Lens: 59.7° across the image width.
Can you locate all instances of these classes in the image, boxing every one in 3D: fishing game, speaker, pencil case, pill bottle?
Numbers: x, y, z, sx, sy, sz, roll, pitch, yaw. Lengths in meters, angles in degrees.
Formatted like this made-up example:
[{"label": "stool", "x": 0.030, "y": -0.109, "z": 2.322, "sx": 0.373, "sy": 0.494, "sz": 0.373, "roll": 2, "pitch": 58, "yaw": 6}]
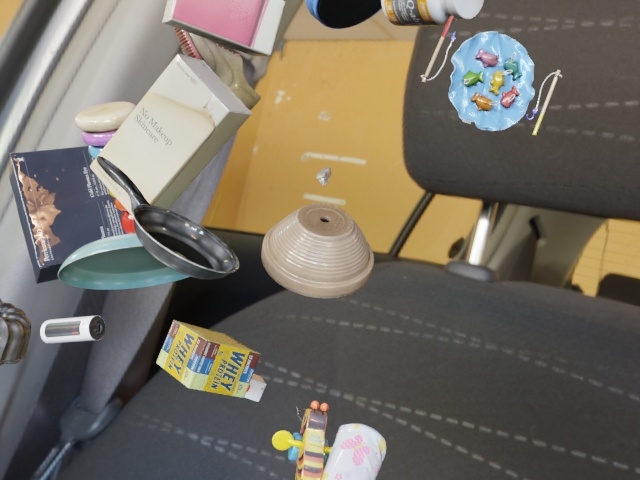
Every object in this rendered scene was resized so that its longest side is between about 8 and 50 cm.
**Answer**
[{"label": "fishing game", "x": 0.328, "y": -0.302, "z": 1.056, "sx": 0.263, "sy": 0.189, "sz": 0.041, "roll": 25, "pitch": 0, "yaw": -13}, {"label": "speaker", "x": -0.547, "y": 0.198, "z": 1.236, "sx": 0.136, "sy": 0.055, "sz": 0.055, "roll": -6, "pitch": -7, "yaw": 18}, {"label": "pencil case", "x": 0.058, "y": 0.531, "z": 1.196, "sx": 0.124, "sy": 0.114, "sz": 0.273, "roll": 22, "pitch": 43, "yaw": 6}, {"label": "pill bottle", "x": 0.320, "y": -0.702, "z": 1.604, "sx": 0.162, "sy": 0.162, "sz": 0.278, "roll": 14, "pitch": 7, "yaw": -40}]

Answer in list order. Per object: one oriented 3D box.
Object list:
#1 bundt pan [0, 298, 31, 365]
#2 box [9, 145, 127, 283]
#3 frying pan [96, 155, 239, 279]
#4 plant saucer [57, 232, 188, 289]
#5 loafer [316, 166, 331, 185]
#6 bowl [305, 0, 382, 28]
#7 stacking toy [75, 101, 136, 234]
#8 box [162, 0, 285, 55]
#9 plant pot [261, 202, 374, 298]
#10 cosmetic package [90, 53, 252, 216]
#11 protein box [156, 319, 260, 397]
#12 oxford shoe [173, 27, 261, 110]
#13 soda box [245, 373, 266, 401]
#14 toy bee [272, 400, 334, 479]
[{"label": "bundt pan", "x": -1.069, "y": 0.259, "z": 1.756, "sx": 0.330, "sy": 0.124, "sz": 0.331, "roll": 26, "pitch": 1, "yaw": 0}, {"label": "box", "x": -0.704, "y": -0.087, "z": 1.638, "sx": 0.312, "sy": 0.344, "sz": 0.179, "roll": -12, "pitch": -11, "yaw": -33}, {"label": "frying pan", "x": -0.282, "y": -0.030, "z": 0.933, "sx": 0.326, "sy": 0.053, "sz": 0.197, "roll": 32, "pitch": 11, "yaw": -3}, {"label": "plant saucer", "x": -0.394, "y": 0.044, "z": 1.205, "sx": 0.317, "sy": 0.044, "sz": 0.318, "roll": -10, "pitch": -17, "yaw": -3}, {"label": "loafer", "x": 0.014, "y": -0.219, "z": 1.912, "sx": 0.045, "sy": 0.039, "sz": 0.125, "roll": -19, "pitch": 16, "yaw": 19}, {"label": "bowl", "x": 0.130, "y": -0.933, "z": 2.033, "sx": 0.390, "sy": 0.077, "sz": 0.391, "roll": -25, "pitch": -17, "yaw": -8}, {"label": "stacking toy", "x": -0.468, "y": -0.152, "z": 1.334, "sx": 0.141, "sy": 0.331, "sz": 0.141, "roll": -5, "pitch": 29, "yaw": 3}, {"label": "box", "x": -0.220, "y": -0.515, "z": 1.257, "sx": 0.232, "sy": 0.127, "sz": 0.148, "roll": 12, "pitch": 12, "yaw": -27}, {"label": "plant pot", "x": 0.000, "y": 0.000, "z": 1.149, "sx": 0.237, "sy": 0.110, "sz": 0.237, "roll": 7, "pitch": 38, "yaw": -5}, {"label": "cosmetic package", "x": -0.308, "y": -0.206, "z": 1.145, "sx": 0.160, "sy": 0.309, "sz": 0.113, "roll": 46, "pitch": 20, "yaw": 5}, {"label": "protein box", "x": -0.323, "y": 0.341, "z": 1.607, "sx": 0.199, "sy": 0.136, "sz": 0.201, "roll": 25, "pitch": -7, "yaw": -41}, {"label": "oxford shoe", "x": -0.306, "y": -0.529, "z": 1.642, "sx": 0.348, "sy": 0.130, "sz": 0.123, "roll": 57, "pitch": -10, "yaw": -29}, {"label": "soda box", "x": -0.294, "y": 0.465, "z": 1.858, "sx": 0.216, "sy": 0.069, "sz": 0.074, "roll": 24, "pitch": 0, "yaw": -22}, {"label": "toy bee", "x": -0.032, "y": 0.508, "z": 1.457, "sx": 0.195, "sy": 0.162, "sz": 0.298, "roll": 3, "pitch": 32, "yaw": -26}]
